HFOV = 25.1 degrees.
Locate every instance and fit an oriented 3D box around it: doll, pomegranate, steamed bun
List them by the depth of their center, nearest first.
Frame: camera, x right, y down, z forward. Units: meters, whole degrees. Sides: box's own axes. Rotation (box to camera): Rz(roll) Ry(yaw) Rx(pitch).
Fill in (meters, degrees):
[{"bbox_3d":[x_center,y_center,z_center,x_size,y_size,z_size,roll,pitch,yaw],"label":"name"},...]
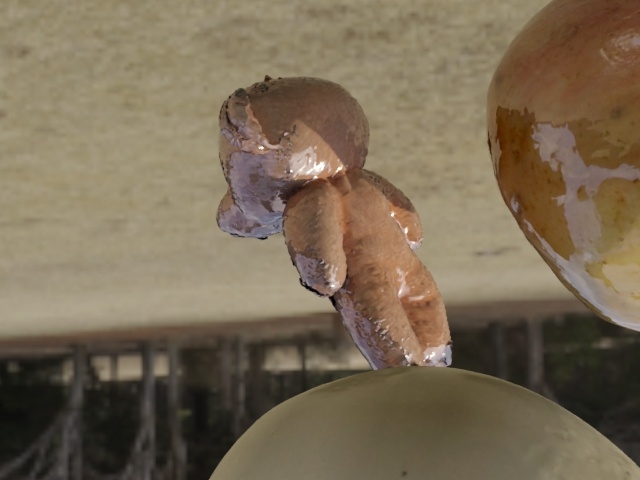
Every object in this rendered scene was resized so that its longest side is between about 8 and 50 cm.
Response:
[{"bbox_3d":[0.075,0.220,0.879,0.324,0.324,0.206,-3,-151,24],"label":"steamed bun"},{"bbox_3d":[0.317,-0.086,1.240,0.338,0.338,0.338,-1,174,0],"label":"pomegranate"},{"bbox_3d":[0.000,0.000,1.278,0.156,0.303,0.201,-26,176,28],"label":"doll"}]
